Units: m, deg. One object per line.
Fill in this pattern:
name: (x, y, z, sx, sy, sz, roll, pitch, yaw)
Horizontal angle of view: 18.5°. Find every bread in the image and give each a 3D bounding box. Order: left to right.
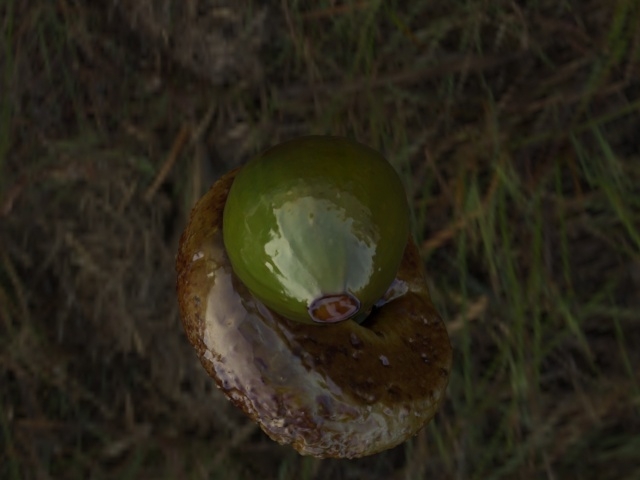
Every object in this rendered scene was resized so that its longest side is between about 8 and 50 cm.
bread: (-0.005, 0.038, 1.110, 0.193, 0.193, 0.064, 33, 132, -22)

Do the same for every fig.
fig: (0.000, 0.000, 0.759, 0.074, 0.088, 0.074, -4, 124, -6)
